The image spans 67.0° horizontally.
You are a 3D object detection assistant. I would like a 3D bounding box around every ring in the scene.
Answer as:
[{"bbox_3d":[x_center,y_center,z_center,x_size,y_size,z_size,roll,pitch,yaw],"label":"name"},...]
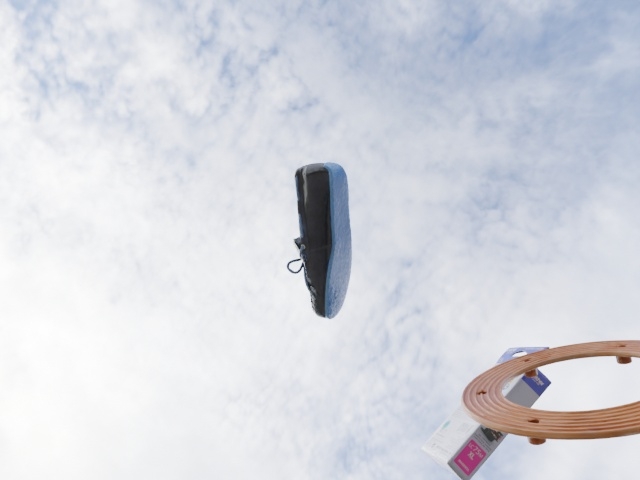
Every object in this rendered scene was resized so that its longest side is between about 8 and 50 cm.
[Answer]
[{"bbox_3d":[0.366,0.203,0.670,0.336,0.336,0.032,-15,-91,11],"label":"ring"}]

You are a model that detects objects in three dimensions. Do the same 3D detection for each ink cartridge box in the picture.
[{"bbox_3d":[0.354,0.350,1.009,0.065,0.186,0.311,43,-103,7],"label":"ink cartridge box"}]

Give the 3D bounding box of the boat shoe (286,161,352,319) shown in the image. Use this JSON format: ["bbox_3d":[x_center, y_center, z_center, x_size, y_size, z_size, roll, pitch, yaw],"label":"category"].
[{"bbox_3d":[0.000,0.000,0.808,0.089,0.109,0.258,6,-81,26],"label":"boat shoe"}]
